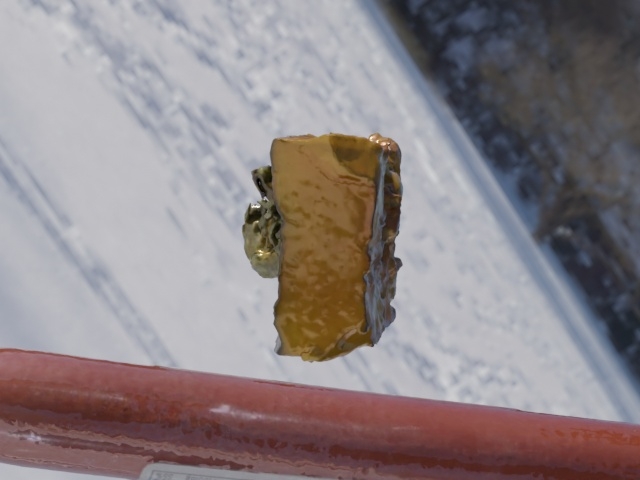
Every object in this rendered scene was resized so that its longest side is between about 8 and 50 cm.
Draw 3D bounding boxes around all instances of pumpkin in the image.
[{"bbox_3d":[0.000,0.000,0.574,0.083,0.054,0.074,-37,130,-83],"label":"pumpkin"}]

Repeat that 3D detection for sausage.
[{"bbox_3d":[0.007,0.052,0.431,0.223,0.029,0.029,8,28,-16],"label":"sausage"}]
